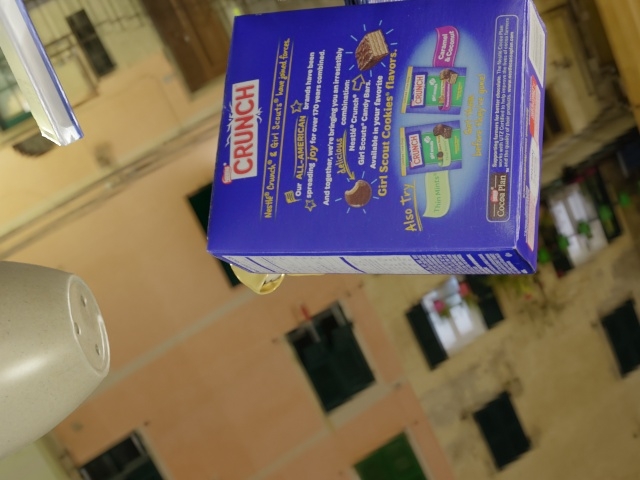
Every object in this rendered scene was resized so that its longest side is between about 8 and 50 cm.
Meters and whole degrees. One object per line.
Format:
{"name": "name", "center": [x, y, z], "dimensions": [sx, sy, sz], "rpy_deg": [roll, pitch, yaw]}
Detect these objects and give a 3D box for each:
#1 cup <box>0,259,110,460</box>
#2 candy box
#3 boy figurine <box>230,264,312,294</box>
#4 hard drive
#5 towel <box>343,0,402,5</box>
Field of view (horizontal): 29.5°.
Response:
{"name": "cup", "center": [-0.467, 0.165, 1.888], "dimensions": [0.237, 0.331, 0.331], "rpy_deg": [-17, -157, 4]}
{"name": "candy box", "center": [0.060, -0.102, 1.239], "dimensions": [0.317, 0.122, 0.268], "rpy_deg": [0, -106, 20]}
{"name": "boy figurine", "center": [0.000, 0.000, 1.897], "dimensions": [0.285, 0.177, 0.092], "rpy_deg": [-18, -122, -23]}
{"name": "hard drive", "center": [-0.454, -0.302, 1.828], "dimensions": [0.040, 0.318, 0.210], "rpy_deg": [-27, -162, -15]}
{"name": "towel", "center": [0.113, -0.257, 1.683], "dimensions": [0.040, 0.243, 0.336], "rpy_deg": [-13, -176, 20]}
